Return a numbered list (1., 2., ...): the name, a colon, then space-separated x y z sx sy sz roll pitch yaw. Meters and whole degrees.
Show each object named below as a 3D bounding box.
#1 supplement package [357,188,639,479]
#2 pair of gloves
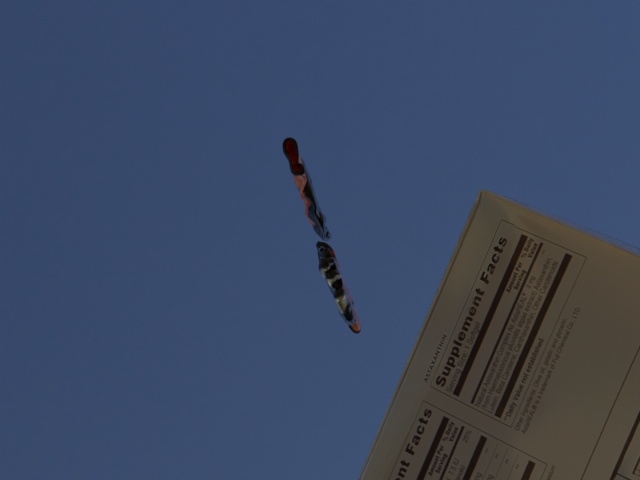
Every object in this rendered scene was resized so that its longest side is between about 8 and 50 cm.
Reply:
1. supplement package: 0.186 0.125 0.908 0.199 0.262 0.198 17 -84 -56
2. pair of gloves: 0.000 0.000 0.873 0.010 0.074 0.083 -19 -113 1
